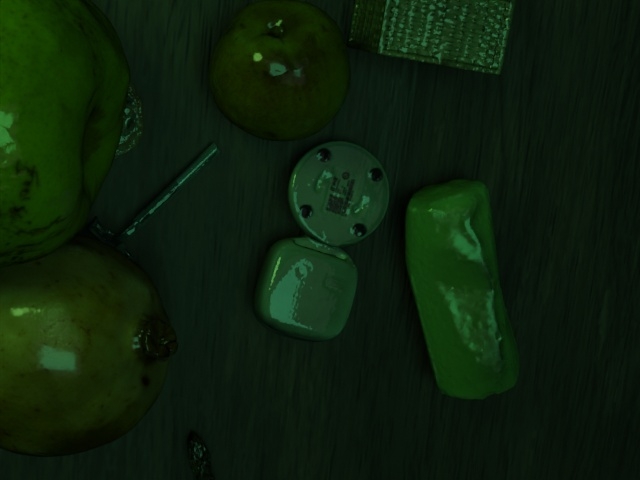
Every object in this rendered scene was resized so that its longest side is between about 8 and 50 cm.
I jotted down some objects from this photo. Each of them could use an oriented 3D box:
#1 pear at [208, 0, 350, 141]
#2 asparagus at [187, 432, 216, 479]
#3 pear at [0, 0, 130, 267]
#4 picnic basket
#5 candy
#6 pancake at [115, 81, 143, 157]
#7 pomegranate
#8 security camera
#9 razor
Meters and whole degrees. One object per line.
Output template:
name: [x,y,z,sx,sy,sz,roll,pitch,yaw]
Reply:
pear: [-0.052,-0.227,1.208,0.200,0.200,0.200,-4,105,-16]
asparagus: [-0.177,0.371,1.401,0.036,0.030,0.165,-14,108,-4]
pear: [-0.419,-0.156,1.029,0.391,0.391,0.391,-4,105,-16]
picnic basket: [0.157,-0.329,1.274,0.196,0.134,0.154,6,105,-18]
candy: [0.220,0.080,1.406,0.142,0.132,0.343,-4,107,28]
pancake: [-0.307,-0.172,1.228,0.139,0.022,0.139,-4,104,-15]
pomegranate: [-0.342,0.141,1.171,0.307,0.307,0.307,-4,105,-16]
security camera: [0.000,0.000,1.341,0.157,0.080,0.301,18,88,-18]
razor: [-0.222,-0.060,1.276,0.211,0.036,0.084,-43,113,-3]
